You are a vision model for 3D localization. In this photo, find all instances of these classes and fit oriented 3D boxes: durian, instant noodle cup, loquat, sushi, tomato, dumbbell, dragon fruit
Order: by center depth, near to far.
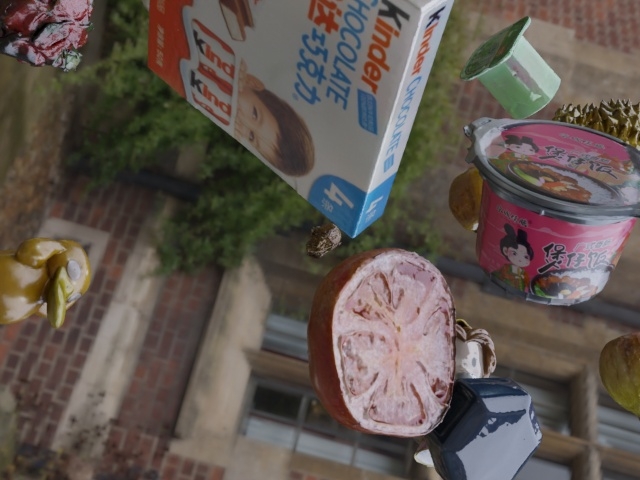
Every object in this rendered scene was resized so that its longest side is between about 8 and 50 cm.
[{"bbox_3d":[0.069,0.128,1.351,0.095,0.237,0.236,-6,-117,51],"label":"tomato"},{"bbox_3d":[0.315,-0.029,1.493,0.302,0.258,0.181,38,-48,40],"label":"instant noodle cup"},{"bbox_3d":[0.162,0.209,1.512,0.316,0.144,0.156,41,-25,60],"label":"dumbbell"},{"bbox_3d":[-0.419,-0.341,1.583,0.182,0.189,0.182,-40,148,-31],"label":"dragon fruit"},{"bbox_3d":[0.314,-0.079,2.153,0.113,0.137,0.137,21,84,-63],"label":"loquat"},{"bbox_3d":[0.003,0.003,2.179,0.060,0.061,0.118,-39,161,-31],"label":"sushi"},{"bbox_3d":[0.594,-0.219,2.319,0.305,0.196,0.185,-56,131,-46],"label":"durian"}]

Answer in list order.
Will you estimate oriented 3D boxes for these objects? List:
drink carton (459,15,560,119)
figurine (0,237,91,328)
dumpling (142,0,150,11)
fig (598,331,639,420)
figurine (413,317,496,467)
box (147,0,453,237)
[{"bbox_3d":[0.372,-0.318,2.129,0.144,0.142,0.146,-22,-150,50],"label":"drink carton"},{"bbox_3d":[-0.559,0.079,2.112,0.215,0.228,0.215,-176,-90,-85],"label":"figurine"},{"bbox_3d":[-0.298,-0.452,2.105,0.169,0.100,0.134,50,-40,31],"label":"dumpling"},{"bbox_3d":[0.660,0.312,2.286,0.159,0.159,0.257,113,-21,-68],"label":"fig"},{"bbox_3d":[0.216,0.244,1.851,0.189,0.142,0.263,124,-22,-56],"label":"figurine"},{"bbox_3d":[-0.034,-0.165,0.883,0.048,0.265,0.273,-40,160,-31],"label":"box"}]
